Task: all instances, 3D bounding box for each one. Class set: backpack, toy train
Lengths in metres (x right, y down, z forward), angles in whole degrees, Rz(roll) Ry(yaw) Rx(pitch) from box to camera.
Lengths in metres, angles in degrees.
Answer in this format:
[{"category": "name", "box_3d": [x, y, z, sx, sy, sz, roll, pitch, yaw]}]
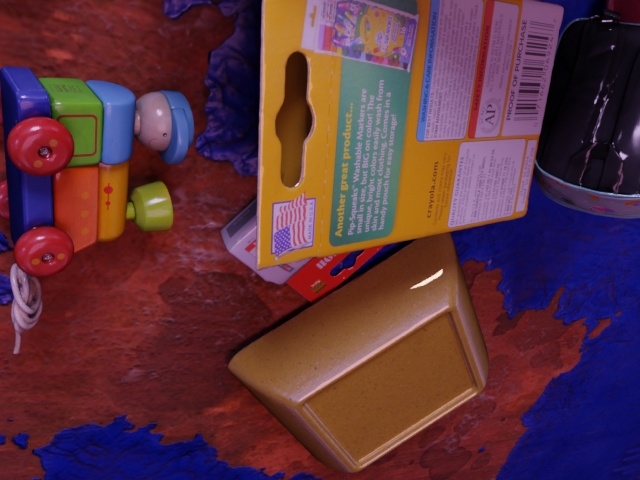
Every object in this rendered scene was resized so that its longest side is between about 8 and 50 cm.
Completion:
[{"category": "backpack", "box_3d": [0.306, -0.117, 0.570, 0.189, 0.165, 0.144, -67, 156, -13]}, {"category": "toy train", "box_3d": [-0.195, -0.017, 0.476, 0.143, 0.105, 0.248, -10, 128, -36]}]

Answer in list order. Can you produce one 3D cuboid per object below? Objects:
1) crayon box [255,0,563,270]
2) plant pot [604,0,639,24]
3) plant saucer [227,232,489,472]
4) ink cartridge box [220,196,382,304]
[{"category": "crayon box", "box_3d": [0.066, -0.107, 0.463, 0.322, 0.083, 0.203, -10, 113, -37]}, {"category": "plant pot", "box_3d": [0.414, -0.284, 0.528, 0.201, 0.201, 0.180, 23, 95, -36]}, {"category": "plant saucer", "box_3d": [0.092, 0.190, 0.764, 0.332, 0.081, 0.333, -32, 132, -2]}, {"category": "ink cartridge box", "box_3d": [0.000, 0.000, 0.612, 0.145, 0.045, 0.179, -42, 128, 7]}]
